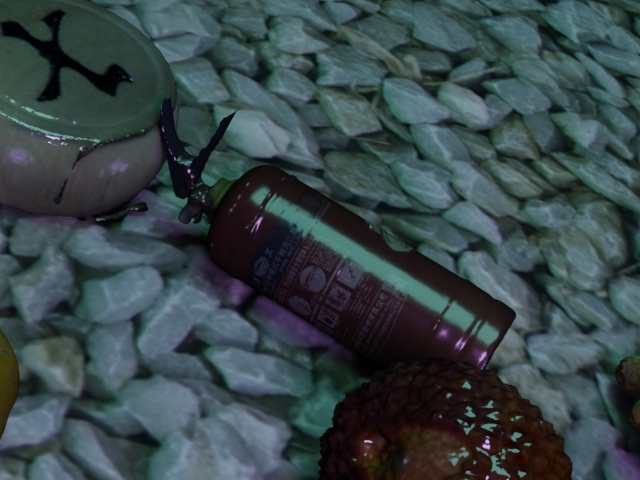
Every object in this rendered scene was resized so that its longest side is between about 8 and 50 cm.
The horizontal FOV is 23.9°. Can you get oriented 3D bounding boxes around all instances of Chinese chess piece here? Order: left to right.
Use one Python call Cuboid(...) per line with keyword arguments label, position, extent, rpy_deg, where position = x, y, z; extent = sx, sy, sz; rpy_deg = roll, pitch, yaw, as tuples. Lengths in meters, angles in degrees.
Cuboid(label="Chinese chess piece", position=(-0.232, -0.121, 1.308), extent=(0.237, 0.092, 0.238), rpy_deg=(17, 38, -14))

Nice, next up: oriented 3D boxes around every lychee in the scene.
Cuboid(label="lychee", position=(0.100, 0.179, 1.086), extent=(0.188, 0.188, 0.188), rpy_deg=(16, 38, -13))

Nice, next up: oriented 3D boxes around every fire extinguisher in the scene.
Cuboid(label="fire extinguisher", position=(0.000, 0.000, 1.262), extent=(0.344, 0.138, 0.102), rpy_deg=(32, 34, 6))

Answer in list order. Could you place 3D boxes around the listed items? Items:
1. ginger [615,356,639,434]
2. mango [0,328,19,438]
Cuboid(label="ginger", position=(0.333, 0.198, 1.267), extent=(0.122, 0.084, 0.290), rpy_deg=(-6, 47, -26))
Cuboid(label="mango", position=(-0.300, 0.104, 0.960), extent=(0.251, 0.114, 0.156), rpy_deg=(-24, 93, -56))
